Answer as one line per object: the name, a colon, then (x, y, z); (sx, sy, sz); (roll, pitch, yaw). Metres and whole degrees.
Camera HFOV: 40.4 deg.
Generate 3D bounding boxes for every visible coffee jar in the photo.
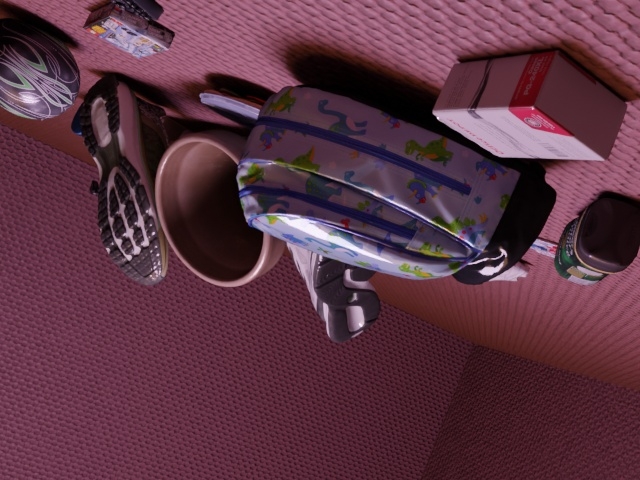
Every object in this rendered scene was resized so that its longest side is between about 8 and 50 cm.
coffee jar: (0.376, 0.003, 1.180); (0.079, 0.096, 0.184); (19, 172, 7)

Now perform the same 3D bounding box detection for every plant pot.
plant pot: (-0.118, -0.079, 1.504); (0.263, 0.263, 0.229); (19, -151, 32)

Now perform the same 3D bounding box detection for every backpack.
backpack: (0.071, -0.070, 1.124); (0.355, 0.273, 0.290); (36, 178, -7)

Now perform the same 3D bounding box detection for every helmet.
helmet: (-0.498, -0.288, 1.488); (0.161, 0.169, 0.169); (38, 179, 22)

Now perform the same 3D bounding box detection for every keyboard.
keyboard: (-0.263, -0.321, 1.058); (0.108, 0.023, 0.180); (19, 173, 30)

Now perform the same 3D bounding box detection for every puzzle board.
puzzle board: (0.423, 0.022, 1.530); (0.128, 0.011, 0.096); (20, 173, 24)

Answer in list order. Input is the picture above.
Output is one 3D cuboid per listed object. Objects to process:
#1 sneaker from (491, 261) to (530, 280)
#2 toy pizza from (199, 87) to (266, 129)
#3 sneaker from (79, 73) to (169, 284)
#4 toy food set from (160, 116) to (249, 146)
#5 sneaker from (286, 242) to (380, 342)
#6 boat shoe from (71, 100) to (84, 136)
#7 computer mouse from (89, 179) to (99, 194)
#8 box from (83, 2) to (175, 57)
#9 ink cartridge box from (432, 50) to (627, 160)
sneaker: (0.384, 0.065, 1.814); (0.061, 0.054, 0.152); (21, 173, -9)
toy pizza: (-0.096, -0.201, 1.388); (0.201, 0.032, 0.201); (22, 178, 1)
sneaker: (-0.314, -0.115, 1.628); (0.182, 0.410, 0.158); (4, 156, -46)
toy food set: (-0.173, -0.165, 1.772); (0.219, 0.092, 0.306); (29, 179, -42)
sneaker: (-0.001, 0.001, 1.760); (0.257, 0.169, 0.448); (53, 160, 31)
boat shoe: (-0.468, -0.253, 1.908); (0.089, 0.109, 0.258); (24, 176, -37)
computer mouse: (-0.416, -0.161, 1.877); (0.060, 0.184, 0.262); (58, 177, -31)
box: (-0.275, -0.299, 1.241); (0.094, 0.027, 0.137); (25, 173, -30)
ink cartridge box: (0.202, -0.129, 0.857); (0.109, 0.063, 0.150); (26, 173, -30)
